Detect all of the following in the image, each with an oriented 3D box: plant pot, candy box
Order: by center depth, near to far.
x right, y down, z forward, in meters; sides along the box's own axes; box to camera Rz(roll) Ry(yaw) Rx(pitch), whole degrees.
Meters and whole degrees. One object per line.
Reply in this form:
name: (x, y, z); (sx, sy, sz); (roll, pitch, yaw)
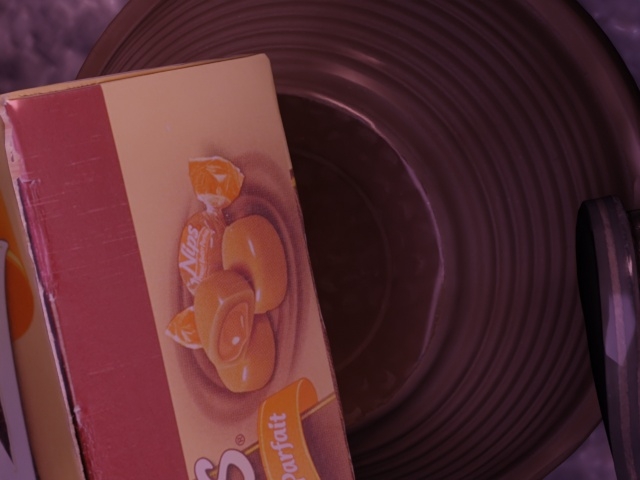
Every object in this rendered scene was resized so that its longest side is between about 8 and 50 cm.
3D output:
candy box: (-0.119, 0.051, 0.536); (0.316, 0.087, 0.183); (-4, 100, 53)
plant pot: (0.000, 0.000, 0.569); (0.237, 0.110, 0.237); (2, 98, 15)

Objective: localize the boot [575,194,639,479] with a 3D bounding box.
boot: (0.216, 0.061, 0.505); (0.229, 0.091, 0.263); (-22, 118, 14)
